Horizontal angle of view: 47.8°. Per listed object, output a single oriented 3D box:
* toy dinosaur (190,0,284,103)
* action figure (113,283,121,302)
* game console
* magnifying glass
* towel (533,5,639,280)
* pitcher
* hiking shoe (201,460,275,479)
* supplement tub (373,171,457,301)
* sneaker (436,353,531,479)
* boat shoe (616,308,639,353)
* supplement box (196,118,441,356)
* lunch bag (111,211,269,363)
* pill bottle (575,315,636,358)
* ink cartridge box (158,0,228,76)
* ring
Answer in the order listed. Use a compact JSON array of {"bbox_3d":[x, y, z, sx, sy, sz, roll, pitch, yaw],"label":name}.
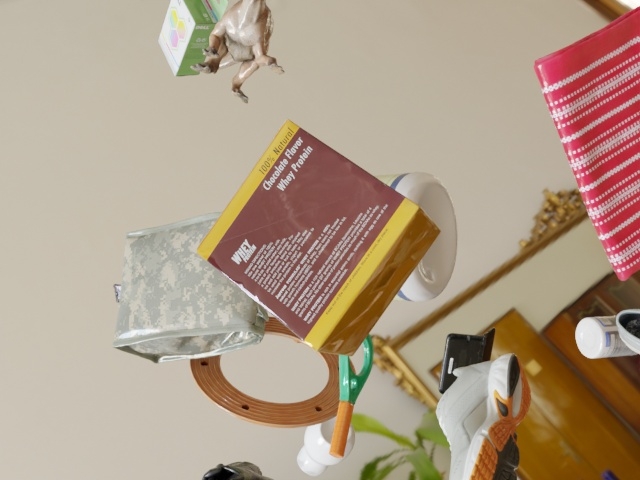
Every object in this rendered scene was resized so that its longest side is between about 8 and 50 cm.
[{"bbox_3d":[-0.114,-0.359,1.202,0.296,0.127,0.200,-23,46,66],"label":"toy dinosaur"},{"bbox_3d":[-0.308,0.119,1.593,0.276,0.164,0.141,-10,1,-14],"label":"action figure"},{"bbox_3d":[0.277,0.225,1.363,0.071,0.107,0.122,-95,10,-76],"label":"game console"},{"bbox_3d":[0.050,0.259,1.256,0.092,0.026,0.231,45,-132,-45],"label":"magnifying glass"},{"bbox_3d":[0.368,-0.118,0.832,0.199,0.275,0.031,-27,9,-18],"label":"towel"},{"bbox_3d":[0.030,0.504,1.869,0.178,0.125,0.207,-47,-12,-34],"label":"pitcher"},{"bbox_3d":[-0.164,0.432,1.305,0.227,0.114,0.086,-21,44,60],"label":"hiking shoe"},{"bbox_3d":[0.070,-0.005,1.369,0.235,0.325,0.235,1,-91,-57],"label":"supplement tub"},{"bbox_3d":[0.209,0.270,1.004,0.121,0.099,0.262,-15,24,35],"label":"sneaker"},{"bbox_3d":[0.562,0.165,1.115,0.081,0.227,0.079,37,-101,-41],"label":"boat shoe"},{"bbox_3d":[0.000,0.000,0.852,0.191,0.194,0.129,-55,-22,2],"label":"supplement box"},{"bbox_3d":[-0.215,0.086,1.332,0.287,0.235,0.169,-11,-26,24],"label":"lunch bag"},{"bbox_3d":[0.565,0.182,1.375,0.137,0.078,0.078,0,-39,-19],"label":"pill bottle"},{"bbox_3d":[-0.273,-0.459,1.525,0.062,0.109,0.209,-12,-26,-35],"label":"ink cartridge box"},{"bbox_3d":[-0.093,0.259,1.441,0.336,0.336,0.032,-19,-50,-44],"label":"ring"}]
